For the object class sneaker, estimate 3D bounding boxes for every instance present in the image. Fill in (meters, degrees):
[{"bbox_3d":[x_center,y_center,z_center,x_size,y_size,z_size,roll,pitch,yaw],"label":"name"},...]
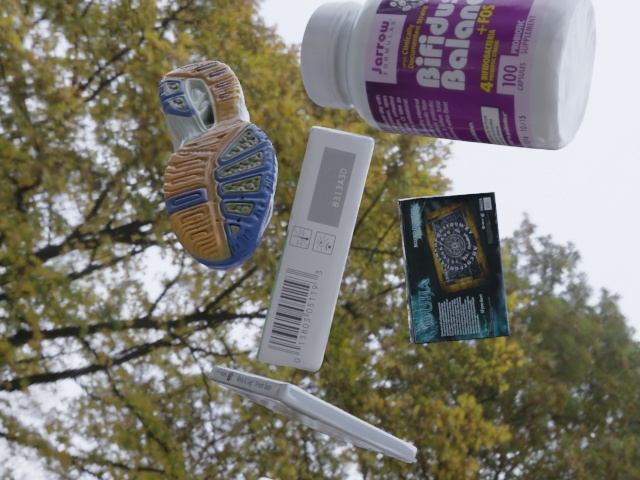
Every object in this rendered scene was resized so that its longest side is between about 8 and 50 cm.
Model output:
[{"bbox_3d":[-0.098,-0.063,0.816,0.296,0.111,0.131,-103,-177,-46],"label":"sneaker"}]

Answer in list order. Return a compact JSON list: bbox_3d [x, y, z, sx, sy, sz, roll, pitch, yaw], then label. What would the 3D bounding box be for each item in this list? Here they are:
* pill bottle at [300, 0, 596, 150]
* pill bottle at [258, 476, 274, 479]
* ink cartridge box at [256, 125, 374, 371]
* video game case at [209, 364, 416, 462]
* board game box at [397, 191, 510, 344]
[{"bbox_3d":[0.135,-0.198,0.872,0.301,0.169,0.169,11,-67,29],"label":"pill bottle"},{"bbox_3d":[-0.085,0.395,1.043,0.078,0.078,0.137,31,-94,28],"label":"pill bottle"},{"bbox_3d":[0.000,0.000,0.679,0.056,0.225,0.181,13,-86,-1],"label":"ink cartridge box"},{"bbox_3d":[-0.010,0.161,0.733,0.157,0.019,0.143,32,-18,-28],"label":"video game case"},{"bbox_3d":[0.169,0.035,0.999,0.026,0.126,0.186,122,-37,-83],"label":"board game box"}]
